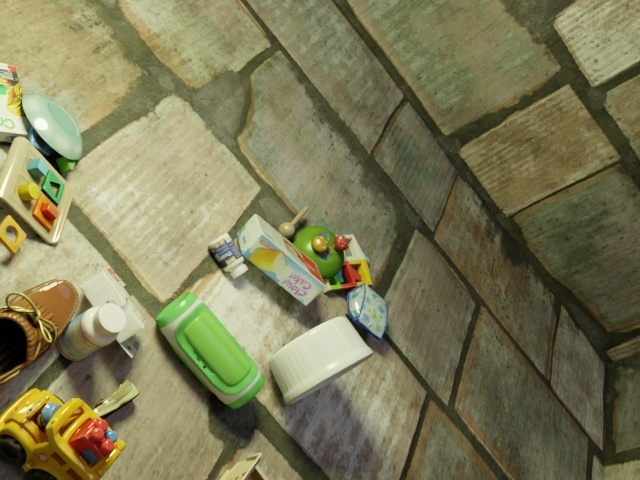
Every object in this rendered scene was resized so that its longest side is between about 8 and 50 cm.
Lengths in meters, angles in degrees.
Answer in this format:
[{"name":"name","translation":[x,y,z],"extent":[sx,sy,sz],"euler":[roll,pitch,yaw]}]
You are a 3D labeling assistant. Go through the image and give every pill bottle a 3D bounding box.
[{"name":"pill bottle","translation":[-0.256,0.044,2.097],"extent":[0.120,0.067,0.067],"euler":[56,35,-5]},{"name":"pill bottle","translation":[-0.489,0.194,1.612],"extent":[0.087,0.160,0.087],"euler":[32,43,-35]}]

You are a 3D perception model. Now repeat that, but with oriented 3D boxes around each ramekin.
[{"name":"ramekin","translation":[-0.006,0.321,2.040],"extent":[0.277,0.277,0.135],"euler":[-14,70,-54]}]

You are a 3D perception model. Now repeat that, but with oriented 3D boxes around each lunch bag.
[{"name":"lunch bag","translation":[0.152,0.238,2.446],"extent":[0.129,0.096,0.151],"euler":[39,30,-28]}]

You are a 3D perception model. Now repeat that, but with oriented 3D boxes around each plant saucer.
[{"name":"plant saucer","translation":[-0.634,-0.284,1.820],"extent":[0.195,0.037,0.195],"euler":[53,10,-14]}]

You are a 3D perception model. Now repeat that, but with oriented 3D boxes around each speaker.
[{"name":"speaker","translation":[-0.271,0.272,1.862],"extent":[0.296,0.131,0.131],"euler":[52,35,-11]}]

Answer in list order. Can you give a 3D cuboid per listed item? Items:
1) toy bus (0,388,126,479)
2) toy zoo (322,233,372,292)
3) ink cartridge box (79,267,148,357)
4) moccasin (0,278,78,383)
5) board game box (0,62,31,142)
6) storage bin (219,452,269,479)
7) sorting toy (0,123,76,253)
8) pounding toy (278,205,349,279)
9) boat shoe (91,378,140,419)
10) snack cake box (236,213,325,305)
[{"name":"toy bus","translation":[-0.486,0.376,1.441],"extent":[0.220,0.211,0.149],"euler":[51,37,-11]},{"name":"toy zoo","translation":[0.076,0.073,2.527],"extent":[0.293,0.030,0.192],"euler":[-2,67,-52]},{"name":"ink cartridge box","translation":[-0.456,0.163,1.711],"extent":[0.198,0.067,0.115],"euler":[57,-5,-5]},{"name":"moccasin","translation":[-0.608,0.188,1.477],"extent":[0.139,0.147,0.380],"euler":[56,35,-6]},{"name":"board game box","translation":[-0.812,-0.324,1.677],"extent":[0.305,0.053,0.192],"euler":[-1,67,-52]},{"name":"storage bin","translation":[-0.147,0.673,1.727],"extent":[0.262,0.123,0.260],"euler":[54,35,-8]},{"name":"sorting toy","translation":[-0.634,-0.114,1.705],"extent":[0.196,0.047,0.347],"euler":[55,30,-47]},{"name":"pounding toy","translation":[0.000,0.000,2.371],"extent":[0.237,0.110,0.183],"euler":[51,50,-2]},{"name":"boat shoe","translation":[-0.458,0.350,1.635],"extent":[0.048,0.056,0.153],"euler":[52,33,5]},{"name":"snack cake box","translation":[-0.116,0.056,2.198],"extent":[0.264,0.089,0.152],"euler":[41,9,-26]}]
